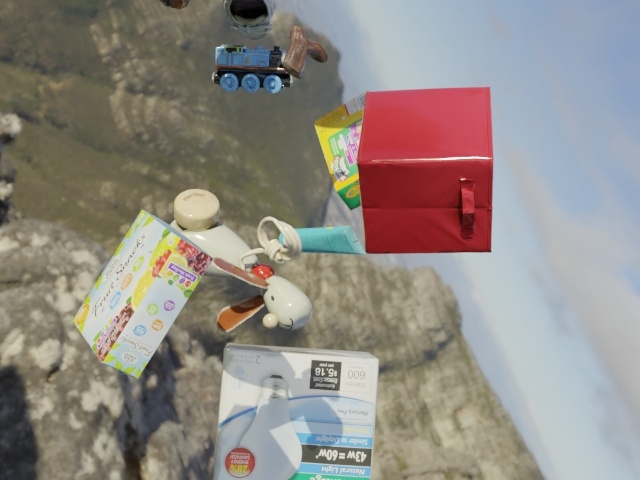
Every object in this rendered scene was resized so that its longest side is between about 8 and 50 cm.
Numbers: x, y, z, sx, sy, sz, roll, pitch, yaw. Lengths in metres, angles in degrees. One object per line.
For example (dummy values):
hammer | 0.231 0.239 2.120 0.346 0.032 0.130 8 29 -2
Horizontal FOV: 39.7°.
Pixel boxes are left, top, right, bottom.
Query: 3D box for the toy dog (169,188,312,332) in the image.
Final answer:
toy dog | -0.183 0.053 1.564 0.333 0.161 0.220 22 -45 40

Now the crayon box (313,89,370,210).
crayon box | 0.095 -0.222 2.145 0.081 0.165 0.278 49 18 -43

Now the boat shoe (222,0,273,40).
boat shoe | -0.164 -0.532 1.991 0.320 0.118 0.103 101 -12 -73

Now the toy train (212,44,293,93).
toy train | -0.153 -0.387 1.996 0.080 0.184 0.105 -72 164 -78

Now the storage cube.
storage cube | 0.163 -0.106 1.345 0.215 0.193 0.184 -82 167 -47

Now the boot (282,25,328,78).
boot | -0.030 -0.347 1.723 0.106 0.037 0.114 35 44 -33

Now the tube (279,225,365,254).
tube | 0.000 0.000 1.930 0.080 0.207 0.052 55 52 -34

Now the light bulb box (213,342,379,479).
light bulb box | -0.060 0.432 2.047 0.225 0.358 0.361 128 -34 -86

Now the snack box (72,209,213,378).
snack box | -0.268 0.075 1.315 0.070 0.207 0.174 34 -2 -33

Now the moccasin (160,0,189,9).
moccasin | -0.223 -0.614 1.627 0.147 0.380 0.139 1 18 -40
